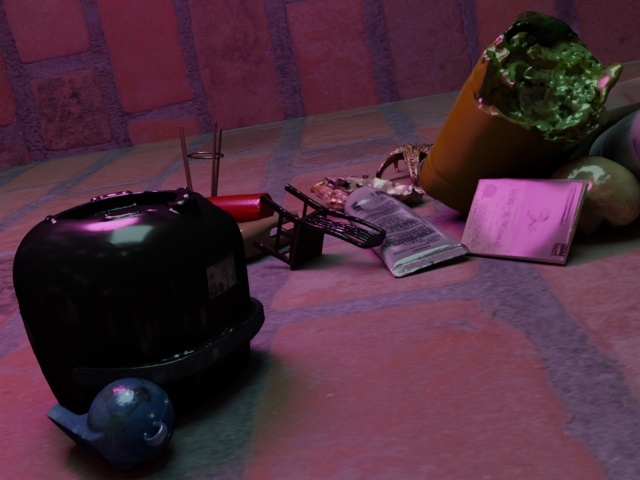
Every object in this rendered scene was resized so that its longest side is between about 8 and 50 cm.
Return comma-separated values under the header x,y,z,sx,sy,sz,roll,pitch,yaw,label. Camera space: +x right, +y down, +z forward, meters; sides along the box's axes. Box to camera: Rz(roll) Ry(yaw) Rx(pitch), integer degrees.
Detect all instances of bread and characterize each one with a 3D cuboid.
x,y,z,sx,sy,sz,roll,pitch,yaw,label
0.313,-0.185,1.287,0.251,0.208,0.376,-44,-8,-25,bread

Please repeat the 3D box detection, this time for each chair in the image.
x,y,z,sx,sy,sz,roll,pitch,yaw,label
-0.251,-0.149,1.761,0.104,0.221,0.095,-2,-6,32,chair
0.000,0.000,1.263,0.212,0.101,0.084,28,34,26,chair

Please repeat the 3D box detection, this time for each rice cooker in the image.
x,y,z,sx,sy,sz,roll,pitch,yaw,label
-0.202,0.062,0.903,0.267,0.224,0.267,-7,13,2,rice cooker

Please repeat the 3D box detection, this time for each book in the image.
x,y,z,sx,sy,sz,roll,pitch,yaw,label
0.291,-0.032,1.152,0.182,0.127,0.014,6,-19,46,book

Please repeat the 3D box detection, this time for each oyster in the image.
x,y,z,sx,sy,sz,roll,pitch,yaw,label
0.097,-0.088,1.547,0.209,0.072,0.133,1,16,-17,oyster

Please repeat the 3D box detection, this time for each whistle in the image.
x,y,z,sx,sy,sz,roll,pitch,yaw,label
-0.193,0.172,0.770,0.090,0.090,0.158,-22,19,-37,whistle

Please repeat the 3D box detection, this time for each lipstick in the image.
x,y,z,sx,sy,sz,roll,pitch,yaw,label
-0.231,-0.055,1.614,0.280,0.073,0.073,-3,17,24,lipstick

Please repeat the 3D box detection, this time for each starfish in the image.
x,y,z,sx,sy,sz,roll,pitch,yaw,label
0.199,-0.170,1.760,0.146,0.074,0.190,0,20,14,starfish

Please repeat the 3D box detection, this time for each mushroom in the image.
x,y,z,sx,sy,sz,roll,pitch,yaw,label
0.407,-0.068,1.176,0.148,0.112,0.148,30,11,-7,mushroom

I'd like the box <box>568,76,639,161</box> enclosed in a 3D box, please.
x,y,z,sx,sy,sz,roll,pitch,yaw,label
0.501,-0.188,1.413,0.141,0.201,0.058,-17,57,-22,box

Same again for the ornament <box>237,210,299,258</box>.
x,y,z,sx,sy,sz,roll,pitch,yaw,label
-0.196,0.000,1.415,0.230,0.061,0.245,2,16,42,ornament

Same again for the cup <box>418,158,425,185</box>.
x,y,z,sx,sy,sz,roll,pitch,yaw,label
0.267,-0.127,1.585,0.116,0.074,0.104,-11,39,-22,cup

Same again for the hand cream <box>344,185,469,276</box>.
x,y,z,sx,sy,sz,roll,pitch,yaw,label
0.118,-0.018,1.307,0.124,0.078,0.340,-17,24,-11,hand cream

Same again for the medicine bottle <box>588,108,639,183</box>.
x,y,z,sx,sy,sz,roll,pitch,yaw,label
0.510,-0.139,1.209,0.130,0.130,0.341,-10,-5,1,medicine bottle
